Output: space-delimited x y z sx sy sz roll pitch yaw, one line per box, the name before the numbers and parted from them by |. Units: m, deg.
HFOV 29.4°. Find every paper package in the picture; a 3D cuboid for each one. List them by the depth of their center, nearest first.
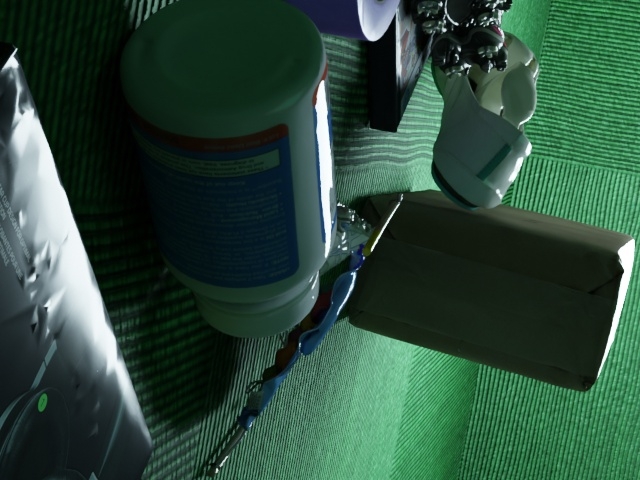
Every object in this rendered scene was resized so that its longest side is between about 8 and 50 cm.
paper package | 0.219 0.047 1.513 0.325 0.309 0.168 -13 117 -72

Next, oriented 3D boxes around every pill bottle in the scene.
pill bottle | -0.052 -0.038 0.788 0.221 0.124 0.124 86 21 -47

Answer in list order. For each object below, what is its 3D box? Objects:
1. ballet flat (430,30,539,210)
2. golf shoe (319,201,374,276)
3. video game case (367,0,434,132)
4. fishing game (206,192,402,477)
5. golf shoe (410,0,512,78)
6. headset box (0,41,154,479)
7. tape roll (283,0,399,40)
ballet flat | 0.214 -0.180 1.505 0.400 0.139 0.139 -77 172 -57
golf shoe | 0.000 0.000 1.177 0.086 0.069 0.176 -58 162 2
video game case | 0.103 -0.300 1.340 0.275 0.035 0.248 86 21 -46
fishing game | -0.022 0.080 1.037 0.264 0.041 0.189 -56 179 28
golf shoe | 0.150 -0.275 1.322 0.273 0.105 0.120 64 23 -74
headset box | -0.177 0.093 0.402 0.246 0.131 0.283 83 24 -51
tape roll | 0.020 -0.258 0.972 0.189 0.080 0.189 12 90 -76
